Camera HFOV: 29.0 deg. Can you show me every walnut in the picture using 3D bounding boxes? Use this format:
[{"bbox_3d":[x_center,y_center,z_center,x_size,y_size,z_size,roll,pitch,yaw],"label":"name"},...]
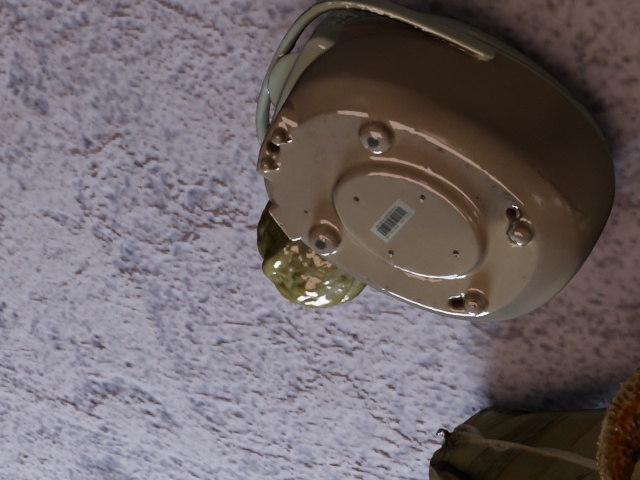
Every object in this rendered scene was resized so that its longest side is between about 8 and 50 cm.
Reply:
[{"bbox_3d":[0.000,0.000,0.779,0.092,0.092,0.092,16,130,20],"label":"walnut"}]

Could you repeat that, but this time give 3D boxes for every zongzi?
[{"bbox_3d":[0.176,0.135,0.787,0.099,0.197,0.194,50,170,-27],"label":"zongzi"}]

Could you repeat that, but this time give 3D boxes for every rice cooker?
[{"bbox_3d":[0.059,-0.041,0.680,0.206,0.127,0.145,27,129,-1],"label":"rice cooker"}]

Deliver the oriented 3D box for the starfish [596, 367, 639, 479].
[{"bbox_3d":[0.261,0.086,0.665,0.216,0.071,0.238,5,105,-3],"label":"starfish"}]
